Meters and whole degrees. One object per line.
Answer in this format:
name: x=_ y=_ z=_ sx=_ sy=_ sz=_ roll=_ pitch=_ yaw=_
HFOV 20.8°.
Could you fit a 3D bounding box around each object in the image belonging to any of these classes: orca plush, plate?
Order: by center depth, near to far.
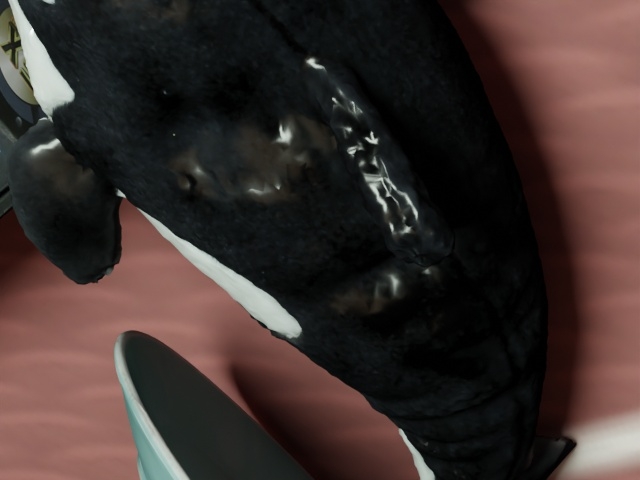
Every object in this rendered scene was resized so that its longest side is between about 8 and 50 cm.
orca plush: x=0.000 y=0.000 z=0.478 sx=0.151 sy=0.102 sz=0.287 roll=-20 pitch=115 yaw=-8
plate: x=-0.006 y=0.105 z=0.537 sx=0.024 sy=0.188 sz=0.188 roll=-41 pitch=101 yaw=2

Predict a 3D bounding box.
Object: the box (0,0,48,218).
box: x=-0.174 y=-0.068 z=0.556 sx=0.147 sy=0.077 sz=0.180 roll=-33 pitch=104 yaw=34
